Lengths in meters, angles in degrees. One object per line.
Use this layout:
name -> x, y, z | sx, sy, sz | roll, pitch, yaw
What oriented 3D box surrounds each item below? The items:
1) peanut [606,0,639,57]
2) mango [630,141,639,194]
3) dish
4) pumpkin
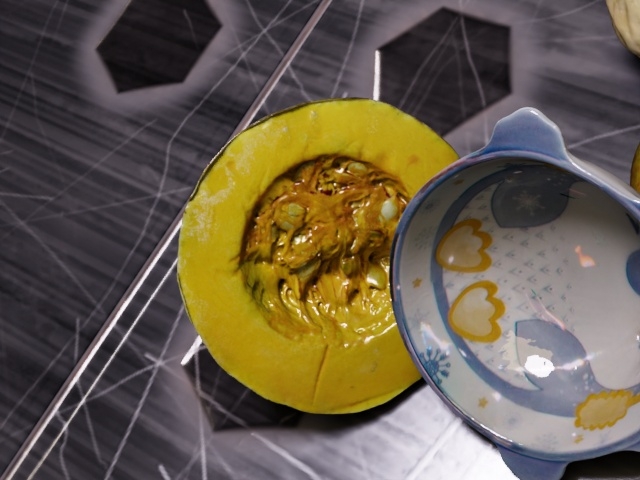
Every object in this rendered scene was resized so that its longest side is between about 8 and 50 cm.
peanut -> 0.280, -0.149, 0.835 | 0.123, 0.123, 0.257 | -29, 60, 5
mango -> 0.285, 0.024, 0.732 | 0.133, 0.111, 0.267 | -54, 48, 36
dish -> 0.161, 0.036, 0.763 | 0.228, 0.236, 0.086 | 33, 37, 22
pumpkin -> 0.003, -0.001, 0.851 | 0.217, 0.217, 0.110 | -35, 20, 1
